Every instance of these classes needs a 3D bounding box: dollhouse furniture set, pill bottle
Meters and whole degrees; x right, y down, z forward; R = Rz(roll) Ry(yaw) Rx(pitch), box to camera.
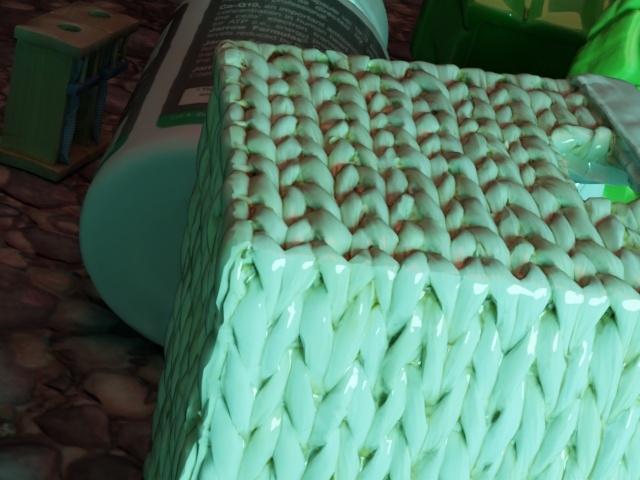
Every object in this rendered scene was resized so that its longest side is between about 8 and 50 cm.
[{"bbox_3d":[-0.172,-0.118,1.434,0.183,0.129,0.129,19,24,12],"label":"dollhouse furniture set"},{"bbox_3d":[-0.050,-0.088,1.270,0.204,0.204,0.361,15,37,0],"label":"pill bottle"}]

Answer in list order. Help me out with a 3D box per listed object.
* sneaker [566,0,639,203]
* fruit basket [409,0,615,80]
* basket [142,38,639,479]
[{"bbox_3d":[0.285,-0.002,1.144,0.202,0.483,0.185,15,-11,-41],"label":"sneaker"},{"bbox_3d":[0.302,-0.259,1.899,0.392,0.283,0.392,9,42,-8],"label":"fruit basket"},{"bbox_3d":[0.050,0.088,0.876,0.266,0.331,0.328,9,24,-8],"label":"basket"}]
